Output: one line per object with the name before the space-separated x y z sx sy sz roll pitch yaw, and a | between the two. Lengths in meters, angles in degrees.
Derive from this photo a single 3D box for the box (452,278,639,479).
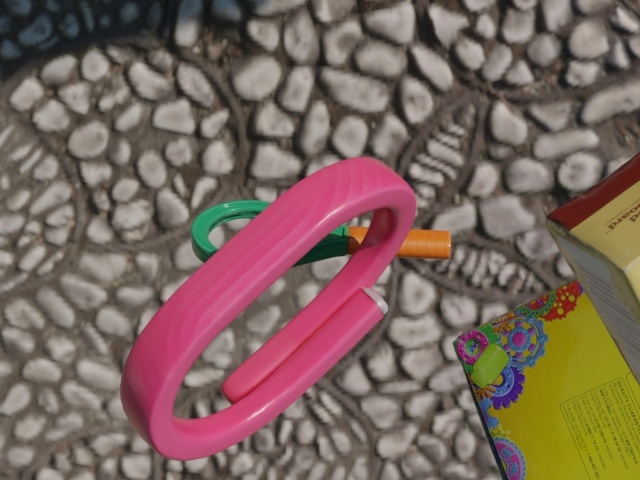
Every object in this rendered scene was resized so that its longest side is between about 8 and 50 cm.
box | 0.259 0.162 0.832 0.177 0.279 0.290 -29 71 24

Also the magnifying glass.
magnifying glass | 0.000 0.000 1.216 0.231 0.092 0.026 1 126 1

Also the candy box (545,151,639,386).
candy box | 0.160 0.039 0.416 0.109 0.053 0.187 -35 114 -3

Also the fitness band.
fitness band | -0.033 0.057 1.086 0.291 0.054 0.209 -44 154 -8
